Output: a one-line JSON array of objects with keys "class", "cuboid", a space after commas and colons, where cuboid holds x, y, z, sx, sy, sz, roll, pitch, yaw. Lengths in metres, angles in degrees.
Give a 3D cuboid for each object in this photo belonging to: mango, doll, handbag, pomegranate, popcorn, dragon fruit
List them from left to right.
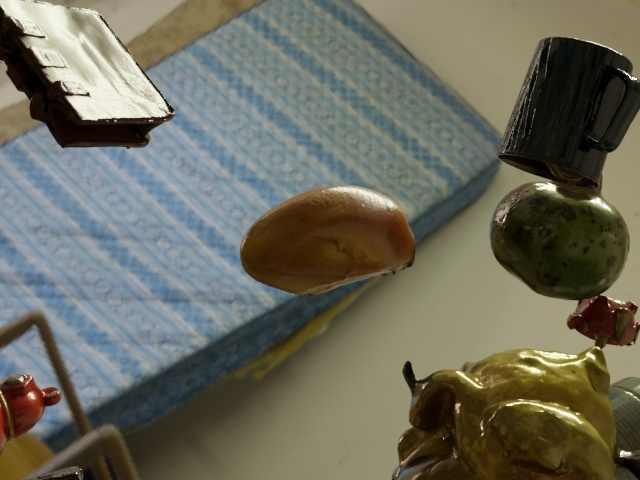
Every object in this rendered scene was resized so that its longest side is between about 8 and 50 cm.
[{"class": "doll", "cuboid": [-0.587, 0.296, 1.491, 0.183, 0.363, 0.160, 25, -55, 54]}, {"class": "handbag", "cuboid": [-0.381, -0.264, 1.487, 0.260, 0.084, 0.275, 53, 22, 7]}, {"class": "mango", "cuboid": [0.000, 0.000, 1.365, 0.257, 0.187, 0.138, 5, 57, -46]}, {"class": "popcorn", "cuboid": [0.190, 0.238, 1.043, 0.281, 0.316, 0.297, 43, -21, 6]}, {"class": "pomegranate", "cuboid": [0.374, -0.036, 1.445, 0.214, 0.247, 0.214, 13, 10, -2]}, {"class": "dragon fruit", "cuboid": [0.449, 0.116, 1.486, 0.126, 0.068, 0.112, -4, 24, -39]}]

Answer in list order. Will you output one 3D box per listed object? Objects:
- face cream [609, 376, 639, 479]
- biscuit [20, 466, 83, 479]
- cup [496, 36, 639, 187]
[{"class": "face cream", "cuboid": [0.381, 0.285, 1.232, 0.177, 0.153, 0.177, 51, -28, 40]}, {"class": "biscuit", "cuboid": [-0.546, 0.444, 1.427, 0.073, 0.389, 0.107, 159, -81, -75]}, {"class": "cup", "cuboid": [0.283, -0.137, 1.026, 0.150, 0.138, 0.113, 18, -1, 35]}]
